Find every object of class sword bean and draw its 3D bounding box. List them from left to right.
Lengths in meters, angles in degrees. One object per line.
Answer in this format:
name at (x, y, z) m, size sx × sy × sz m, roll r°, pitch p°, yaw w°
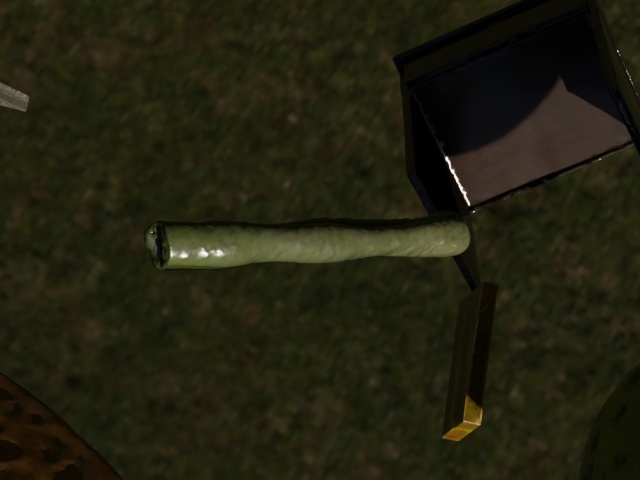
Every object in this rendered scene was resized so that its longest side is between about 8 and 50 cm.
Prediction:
sword bean at (0.001, 0.000, 1.318) m, size 0.043 × 0.269 × 0.038 m, roll 29°, pitch 115°, yaw 50°

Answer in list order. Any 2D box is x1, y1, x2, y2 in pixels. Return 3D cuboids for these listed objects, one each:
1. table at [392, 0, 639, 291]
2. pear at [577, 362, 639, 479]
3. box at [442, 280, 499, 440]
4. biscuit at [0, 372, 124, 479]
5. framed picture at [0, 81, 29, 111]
table at (0.235, -0.118, 2.096) m, size 0.250 × 0.282 × 0.196 m, roll -21°, pitch 118°, yaw 13°
pear at (0.388, 0.270, 1.625) m, size 0.391 × 0.391 × 0.391 m, roll 18°, pitch 139°, yaw 17°
box at (0.158, 0.128, 1.989) m, size 0.022 × 0.156 × 0.089 m, roll 13°, pitch 162°, yaw -10°
biscuit at (-0.145, 0.072, 0.502) m, size 0.220 × 0.142 × 0.029 m, roll 8°, pitch 132°, yaw -19°
framed picture at (-0.371, -0.160, 1.674) m, size 0.150 × 0.015 × 0.203 m, roll 14°, pitch 175°, yaw 23°
